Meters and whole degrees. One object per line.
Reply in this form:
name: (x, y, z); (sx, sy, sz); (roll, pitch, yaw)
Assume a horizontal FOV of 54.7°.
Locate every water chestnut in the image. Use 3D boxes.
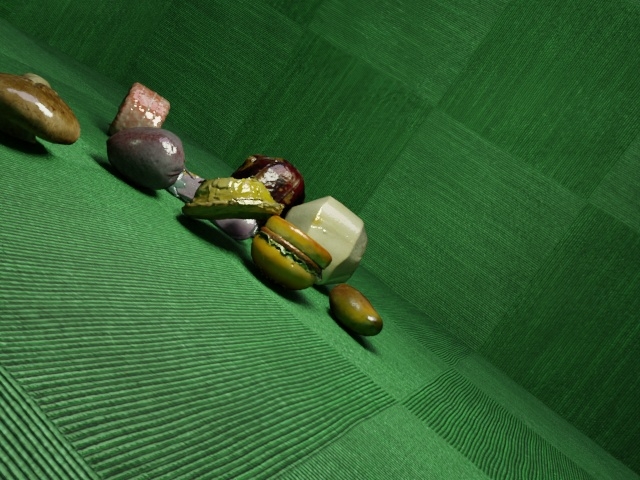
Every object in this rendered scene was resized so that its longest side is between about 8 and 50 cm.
water chestnut: (-0.190, -0.148, 2.281); (0.347, 0.335, 0.335); (52, 2, -14)

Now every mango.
mango: (0.098, 0.210, 1.871); (0.133, 0.111, 0.267); (50, -4, -32)

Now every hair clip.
hair clip: (-0.354, -0.125, 2.032); (0.359, 0.095, 0.110); (28, 36, 9)

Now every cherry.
cherry: (-0.495, -0.243, 1.813); (0.266, 0.183, 0.213); (20, -4, -16)

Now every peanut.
peanut: (-0.854, -0.438, 1.853); (0.104, 0.085, 0.228); (17, 18, -40)

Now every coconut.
coconut: (0.000, 0.000, 2.163); (0.323, 0.323, 0.323); (35, 6, -4)

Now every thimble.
thimble: (-0.675, -0.459, 2.295); (0.162, 0.239, 0.239); (29, 8, -23)

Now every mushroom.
mushroom: (-0.691, -0.307, 1.435); (0.278, 0.146, 0.278); (29, 1, -1)

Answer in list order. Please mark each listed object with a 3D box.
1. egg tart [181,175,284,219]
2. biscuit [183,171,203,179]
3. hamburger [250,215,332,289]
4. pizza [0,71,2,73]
egg tart: (-0.259, -0.121, 1.825); (0.315, 0.120, 0.315); (-1, -3, 0)
biscuit: (-0.480, -0.219, 2.264); (0.166, 0.036, 0.225); (27, -7, -9)
hamburger: (-0.095, 0.051, 1.789); (0.246, 0.170, 0.246); (37, -6, 5)
pizza: (-0.830, -0.382, 1.597); (0.251, 0.074, 0.287); (31, 8, -27)
